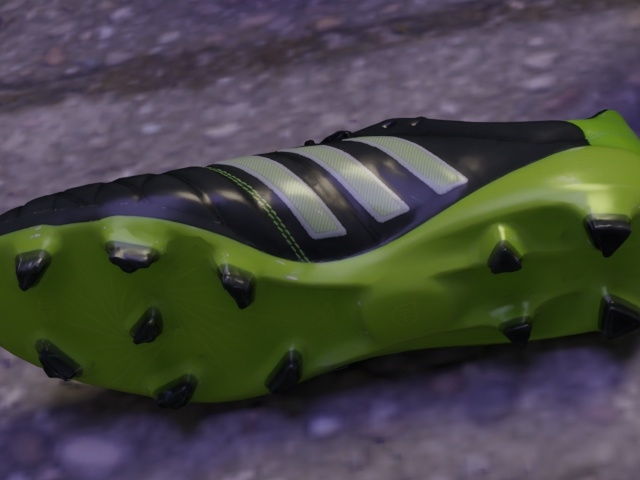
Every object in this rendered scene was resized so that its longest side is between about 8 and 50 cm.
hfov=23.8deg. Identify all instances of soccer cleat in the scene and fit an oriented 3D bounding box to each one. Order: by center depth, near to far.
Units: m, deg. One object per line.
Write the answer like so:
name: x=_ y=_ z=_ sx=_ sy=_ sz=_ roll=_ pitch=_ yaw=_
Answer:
soccer cleat: x=0.000 y=0.000 z=0.389 sx=0.179 sy=0.060 sz=0.072 roll=-5 pitch=32 yaw=3
